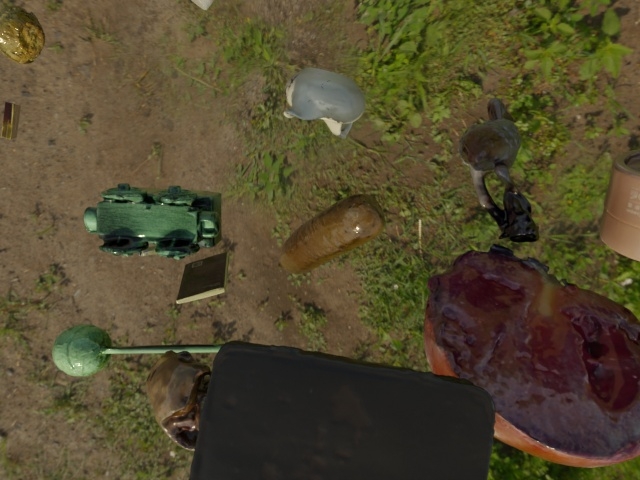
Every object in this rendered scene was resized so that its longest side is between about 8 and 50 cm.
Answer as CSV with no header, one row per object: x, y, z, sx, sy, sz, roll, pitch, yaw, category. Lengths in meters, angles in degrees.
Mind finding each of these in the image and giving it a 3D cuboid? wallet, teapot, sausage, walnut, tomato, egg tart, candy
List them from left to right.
-0.689,-0.473,1.064,0.049,0.129,0.129,20,109,14,egg tart
-0.396,0.236,0.990,0.439,0.119,0.119,-5,113,20,candy
-0.176,0.279,0.765,0.238,0.141,0.204,19,150,-25,walnut
-0.003,0.001,1.219,0.136,0.501,0.123,-21,84,-32,sausage
0.020,-0.352,1.193,0.208,0.299,0.166,9,87,30,teapot
0.023,0.208,0.489,0.309,0.042,0.165,8,79,5,wallet
0.287,0.183,0.667,0.334,0.290,0.176,26,136,19,tomato

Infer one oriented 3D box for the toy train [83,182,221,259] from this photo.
-0.373,-0.056,1.070,0.298,0.238,0.167,4,103,1,toy train

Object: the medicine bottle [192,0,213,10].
-0.196,-0.547,0.892,0.069,0.119,0.183,39,95,18,medicine bottle

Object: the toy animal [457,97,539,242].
0.275,-0.144,0.732,0.090,0.324,0.195,-16,138,31,toy animal

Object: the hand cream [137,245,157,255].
-0.517,0.031,1.423,0.102,0.022,0.035,-16,112,-44,hand cream

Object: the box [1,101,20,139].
-0.803,-0.311,1.191,0.023,0.133,0.090,6,100,-29,box

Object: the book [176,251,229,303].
-0.387,0.121,1.525,0.160,0.228,0.024,-15,119,-1,book

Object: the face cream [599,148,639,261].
0.435,-0.044,0.562,0.149,0.149,0.104,-7,116,-3,face cream
